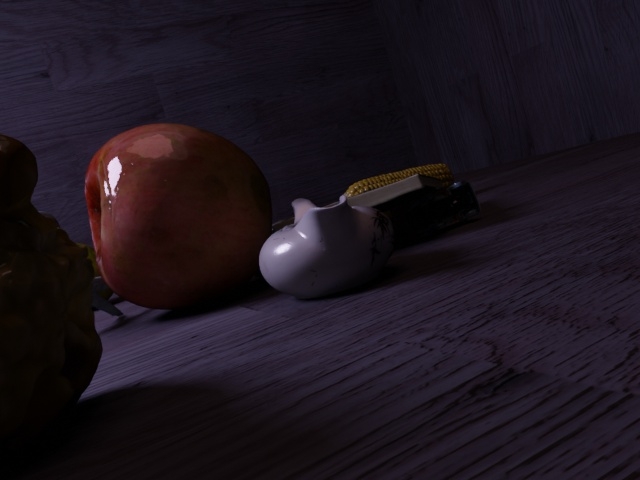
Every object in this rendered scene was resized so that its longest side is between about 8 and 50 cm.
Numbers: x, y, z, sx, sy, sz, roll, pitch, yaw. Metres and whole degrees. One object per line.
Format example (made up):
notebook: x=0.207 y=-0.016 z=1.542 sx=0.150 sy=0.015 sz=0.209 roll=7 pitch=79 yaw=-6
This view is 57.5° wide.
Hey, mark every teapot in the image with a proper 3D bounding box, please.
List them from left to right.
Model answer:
teapot: x=0.000 y=0.000 z=0.900 sx=0.208 sy=0.166 sz=0.300 roll=-29 pitch=17 yaw=-9

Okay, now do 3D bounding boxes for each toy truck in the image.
toy truck: x=0.222 y=-0.054 z=1.175 sx=0.178 sy=0.080 sz=0.115 roll=-20 pitch=-4 yaw=-23

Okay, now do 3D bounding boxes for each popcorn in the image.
popcorn: x=-0.325 y=0.063 z=0.526 sx=0.225 sy=0.332 sz=0.265 roll=9 pitch=32 yaw=-8

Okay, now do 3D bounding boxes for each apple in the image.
apple: x=-0.267 y=-0.048 z=1.126 sx=0.364 sy=0.364 sz=0.364 roll=-16 pitch=5 yaw=1

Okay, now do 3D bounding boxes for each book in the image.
book: x=0.104 y=-0.075 z=1.251 sx=0.300 sy=0.039 sz=0.428 roll=-18 pitch=-1 yaw=18

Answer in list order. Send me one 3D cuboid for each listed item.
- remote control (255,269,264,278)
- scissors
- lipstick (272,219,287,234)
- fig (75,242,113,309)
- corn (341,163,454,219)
remote control: x=-0.078 y=0.051 z=1.183 sx=0.078 sy=0.042 sz=0.221 roll=-18 pitch=5 yaw=-25
scissors: x=-0.491 y=0.097 z=1.150 sx=0.029 sy=0.256 sz=0.383 roll=23 pitch=-4 yaw=20
lipstick: x=-0.137 y=-0.027 z=2.039 sx=0.077 sy=0.079 sz=0.253 roll=-17 pitch=4 yaw=-1
fig: x=-0.713 y=0.114 z=1.673 sx=0.230 sy=0.207 sz=0.207 roll=-16 pitch=5 yaw=-4
corn: x=0.229 y=-0.134 z=1.678 sx=0.387 sy=0.144 sz=0.144 roll=-19 pitch=6 yaw=-21
